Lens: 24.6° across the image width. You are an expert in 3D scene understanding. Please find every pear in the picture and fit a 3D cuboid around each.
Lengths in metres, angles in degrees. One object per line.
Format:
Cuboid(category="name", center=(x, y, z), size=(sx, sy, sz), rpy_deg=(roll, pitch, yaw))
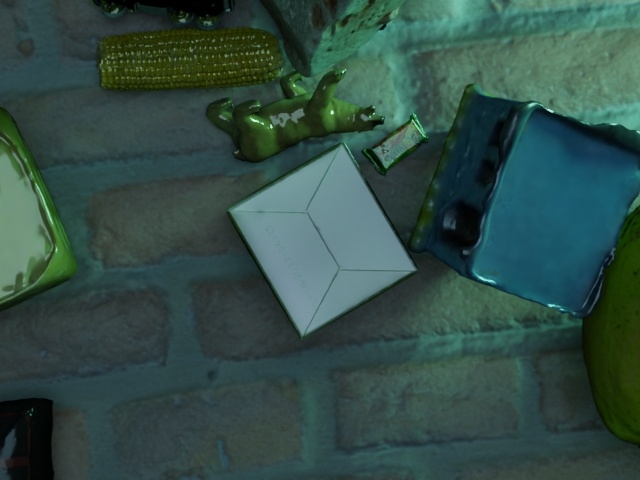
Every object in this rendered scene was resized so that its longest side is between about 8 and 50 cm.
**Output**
Cuboid(category="pear", center=(0.508, 0.126, 1.837), size=(0.391, 0.391, 0.391), rpy_deg=(0, 89, -5))

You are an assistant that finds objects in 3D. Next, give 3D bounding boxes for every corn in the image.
Cuboid(category="corn", center=(-0.173, -0.239, 1.928), size=(0.248, 0.081, 0.081), rpy_deg=(-3, 89, -4))

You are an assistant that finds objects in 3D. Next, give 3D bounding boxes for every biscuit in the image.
Cuboid(category="biscuit", center=(0.104, -0.129, 1.980), size=(0.089, 0.016, 0.046), rpy_deg=(-37, 92, -4))

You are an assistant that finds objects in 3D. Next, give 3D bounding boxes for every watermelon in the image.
Cuboid(category="watermelon", center=(0.011, -0.333, 1.854), size=(0.228, 0.387, 0.258), rpy_deg=(-8, 109, -39))

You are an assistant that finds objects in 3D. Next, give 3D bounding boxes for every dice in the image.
Cuboid(category="dice", center=(-0.450, -0.019, 1.828), size=(0.233, 0.227, 0.238), rpy_deg=(-23, 92, -5))

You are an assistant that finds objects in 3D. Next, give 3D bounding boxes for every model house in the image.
Cuboid(category="model house", center=(0.239, -0.066, 1.859), size=(0.215, 0.303, 0.237), rpy_deg=(18, 96, -21))

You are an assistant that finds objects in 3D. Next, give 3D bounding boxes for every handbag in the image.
Cuboid(category="handbag", center=(-0.426, 0.310, 1.860), size=(0.169, 0.155, 0.215), rpy_deg=(-3, 90, 9))

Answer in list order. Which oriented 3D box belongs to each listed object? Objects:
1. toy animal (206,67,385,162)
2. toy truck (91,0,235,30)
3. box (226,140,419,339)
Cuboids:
Cuboid(category="toy animal", center=(-0.032, -0.164, 1.942), size=(0.218, 0.103, 0.101), rpy_deg=(-21, 108, -6))
Cuboid(category="toy truck", center=(-0.200, -0.350, 1.912), size=(0.191, 0.085, 0.116), rpy_deg=(8, 55, 7))
Cuboid(category="box", center=(0.000, 0.000, 1.903), size=(0.177, 0.148, 0.195), rpy_deg=(-31, 92, -1))
